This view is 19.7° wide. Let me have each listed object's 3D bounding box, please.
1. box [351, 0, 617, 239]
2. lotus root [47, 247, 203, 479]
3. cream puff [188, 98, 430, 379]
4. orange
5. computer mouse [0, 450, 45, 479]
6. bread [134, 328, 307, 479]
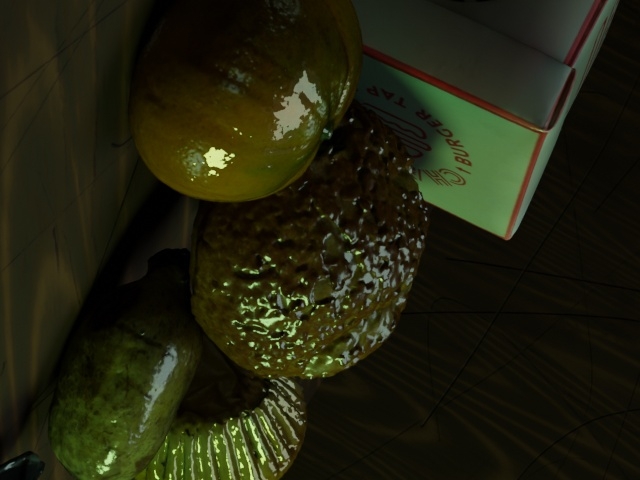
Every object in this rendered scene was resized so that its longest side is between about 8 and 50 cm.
[{"bbox_3d":[0.137,-0.234,1.931,0.300,0.314,0.312,-62,172,-17],"label":"box"},{"bbox_3d":[-0.191,0.125,1.855,0.145,0.128,0.260,-76,-169,-81],"label":"lotus root"},{"bbox_3d":[0.000,0.000,1.822,0.303,0.212,0.303,17,90,-78],"label":"cream puff"},{"bbox_3d":[-0.059,-0.140,1.602,0.240,0.171,0.240,-59,171,-15],"label":"orange"},{"bbox_3d":[-0.330,0.275,1.762,0.106,0.062,0.192,109,8,-46],"label":"computer mouse"},{"bbox_3d":[-0.129,0.186,2.071,0.240,0.240,0.139,-54,157,-37],"label":"bread"}]
